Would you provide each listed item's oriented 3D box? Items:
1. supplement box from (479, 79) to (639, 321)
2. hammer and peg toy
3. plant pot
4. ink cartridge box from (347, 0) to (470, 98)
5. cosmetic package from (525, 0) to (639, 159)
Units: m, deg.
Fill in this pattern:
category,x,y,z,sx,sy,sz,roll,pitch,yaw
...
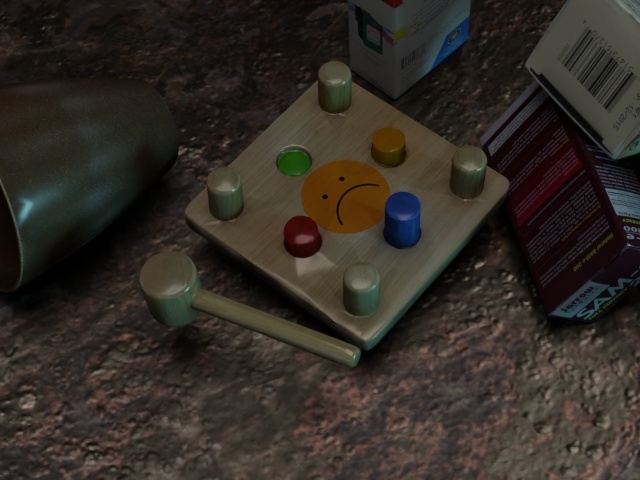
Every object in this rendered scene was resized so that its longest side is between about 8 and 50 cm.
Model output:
category,x,y,z,sx,sy,sz,roll,pitch,yaw
supplement box,0.263,-0.049,1.463,0.073,0.130,0.239,9,50,-33
hammer and peg toy,0.000,0.000,1.453,0.266,0.127,0.361,33,64,20
plant pot,-0.275,-0.087,1.492,0.230,0.215,0.215,-26,58,-30
ink cartridge box,0.102,-0.285,1.573,0.078,0.231,0.134,39,66,24
cosmetic package,0.376,-0.199,1.481,0.296,0.129,0.153,-15,57,-44
